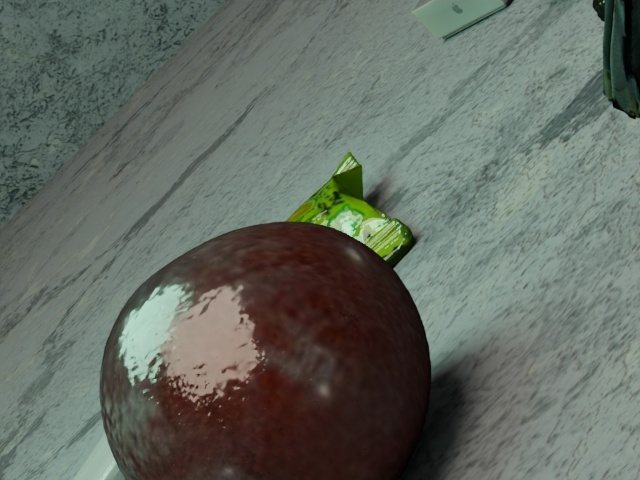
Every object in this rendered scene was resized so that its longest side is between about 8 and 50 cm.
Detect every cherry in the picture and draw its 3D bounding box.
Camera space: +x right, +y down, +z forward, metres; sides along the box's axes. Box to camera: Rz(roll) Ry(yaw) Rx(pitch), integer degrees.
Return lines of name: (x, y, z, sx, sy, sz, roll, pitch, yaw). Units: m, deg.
cherry: (-0.042, 0.099, 1.289, 0.236, 0.213, 0.285, -51, 22, 18)

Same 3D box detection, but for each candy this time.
candy: (0.000, 0.000, 1.715, 0.149, 0.069, 0.246, -43, 16, 6)

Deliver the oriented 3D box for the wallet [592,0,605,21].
wallet: (0.312, -0.272, 1.456, 0.250, 0.044, 0.149, -41, -11, -37)

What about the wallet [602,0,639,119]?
wallet: (0.288, -0.212, 1.299, 0.250, 0.075, 0.176, -51, -23, -23)

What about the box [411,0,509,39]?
box: (0.182, -0.297, 2.015, 0.130, 0.051, 0.129, -55, 16, -28)

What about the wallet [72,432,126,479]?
wallet: (-0.226, 0.248, 1.767, 0.095, 0.033, 0.190, -28, 23, 55)
